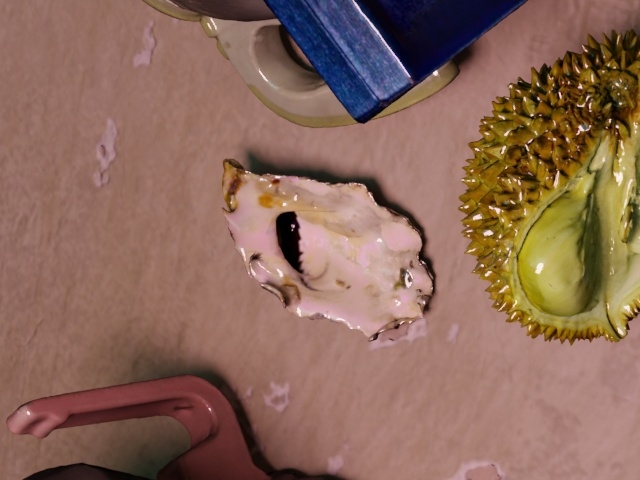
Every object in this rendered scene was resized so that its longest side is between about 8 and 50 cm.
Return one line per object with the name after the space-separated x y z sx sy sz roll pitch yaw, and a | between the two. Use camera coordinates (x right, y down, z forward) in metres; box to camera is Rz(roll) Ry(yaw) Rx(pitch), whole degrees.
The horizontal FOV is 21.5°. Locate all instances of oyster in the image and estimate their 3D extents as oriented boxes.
0.002 0.009 1.478 0.209 0.072 0.132 10 96 12 | oyster

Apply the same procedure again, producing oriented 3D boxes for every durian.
0.209 -0.042 1.255 0.237 0.200 0.176 -47 34 10 | durian

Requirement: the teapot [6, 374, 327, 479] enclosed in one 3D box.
-0.128 0.296 1.422 0.305 0.362 0.376 -39 64 37 | teapot

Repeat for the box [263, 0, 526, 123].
0.054 -0.274 1.239 0.279 0.261 0.116 53 152 -4 | box

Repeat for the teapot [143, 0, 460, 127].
-0.035 -0.264 1.413 0.239 0.322 0.239 -25 40 51 | teapot
